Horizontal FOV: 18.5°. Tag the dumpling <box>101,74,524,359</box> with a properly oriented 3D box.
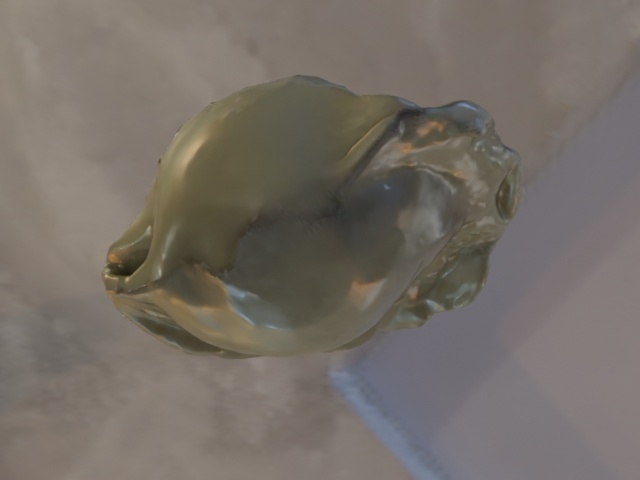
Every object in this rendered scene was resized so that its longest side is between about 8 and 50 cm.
[{"bbox_3d":[0.000,0.000,1.085,0.258,0.193,0.147,-25,-129,24],"label":"dumpling"}]
